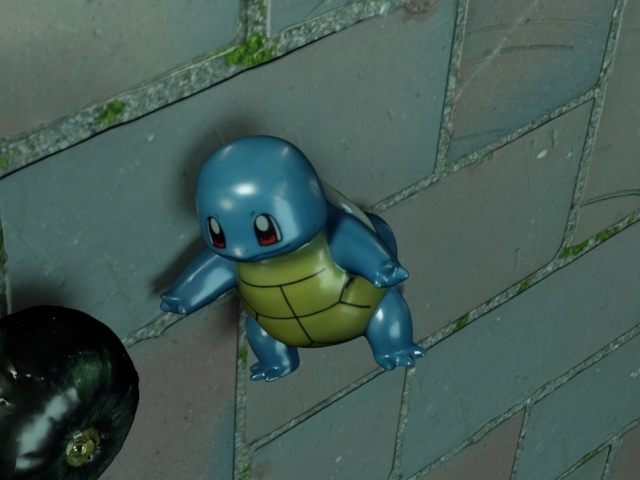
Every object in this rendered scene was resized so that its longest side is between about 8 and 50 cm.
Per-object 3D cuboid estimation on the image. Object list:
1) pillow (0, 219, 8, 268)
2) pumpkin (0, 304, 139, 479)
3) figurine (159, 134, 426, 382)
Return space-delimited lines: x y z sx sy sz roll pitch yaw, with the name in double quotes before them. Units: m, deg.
"pillow" -0.362 -0.054 1.339 0.185 0.075 0.302 -29 142 -34
"pumpkin" -0.298 0.177 1.564 0.233 0.163 0.233 -34 145 -28
"figurine" -0.001 0.040 1.746 0.416 0.298 0.243 32 62 -59
